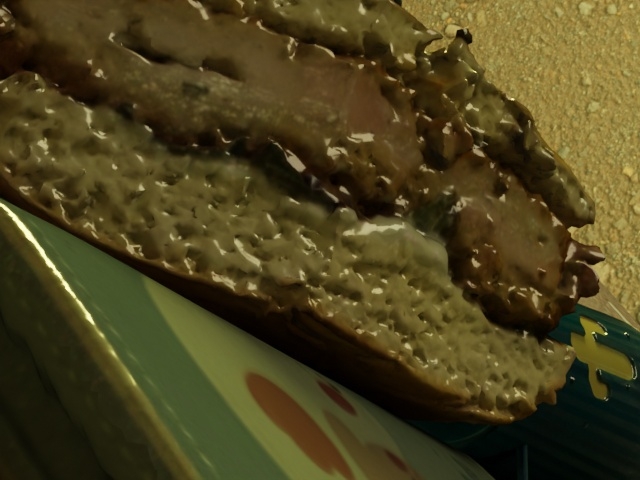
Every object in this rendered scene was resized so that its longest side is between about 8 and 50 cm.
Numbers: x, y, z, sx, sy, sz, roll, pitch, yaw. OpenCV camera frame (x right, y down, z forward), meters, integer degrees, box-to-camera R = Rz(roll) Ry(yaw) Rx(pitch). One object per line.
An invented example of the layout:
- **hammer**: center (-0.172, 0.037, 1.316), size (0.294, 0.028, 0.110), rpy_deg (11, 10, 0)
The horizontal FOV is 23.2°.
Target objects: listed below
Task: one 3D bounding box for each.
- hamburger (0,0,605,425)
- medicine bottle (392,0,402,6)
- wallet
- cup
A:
- **hamburger**: center (-0.009, -0.021, 0.701), size (0.282, 0.155, 0.245), rpy_deg (17, -19, 9)
- **medicine bottle**: center (-0.056, -0.164, 1.032), size (0.158, 0.158, 0.318), rpy_deg (41, 5, -24)
- **wallet**: center (0.024, 0.122, 0.554), size (0.252, 0.083, 0.360), rpy_deg (47, 9, 38)
- **cup**: center (0.121, 0.105, 0.922), size (0.155, 0.131, 0.176), rpy_deg (28, 46, -47)
